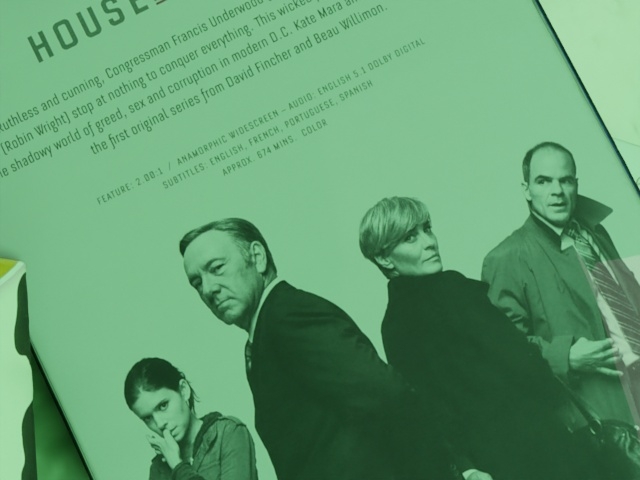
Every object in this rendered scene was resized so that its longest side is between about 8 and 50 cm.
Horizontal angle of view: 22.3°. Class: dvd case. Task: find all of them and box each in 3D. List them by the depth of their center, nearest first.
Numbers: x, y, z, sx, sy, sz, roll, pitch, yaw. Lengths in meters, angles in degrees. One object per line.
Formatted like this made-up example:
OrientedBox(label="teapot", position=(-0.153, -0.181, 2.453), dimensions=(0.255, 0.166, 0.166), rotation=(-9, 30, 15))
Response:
OrientedBox(label="dvd case", position=(0.000, 0.000, 0.478), dimensions=(0.179, 0.029, 0.239), rotation=(-26, 80, -2))

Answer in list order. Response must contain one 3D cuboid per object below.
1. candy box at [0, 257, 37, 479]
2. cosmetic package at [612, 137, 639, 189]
OrientedBox(label="candy box", position=(-0.145, 0.114, 0.392), dimensions=(0.159, 0.071, 0.233), rotation=(10, 68, -48))
OrientedBox(label="cosmetic package", position=(0.045, 0.076, 0.541), dimensions=(0.117, 0.085, 0.231), rotation=(12, 79, -26))
